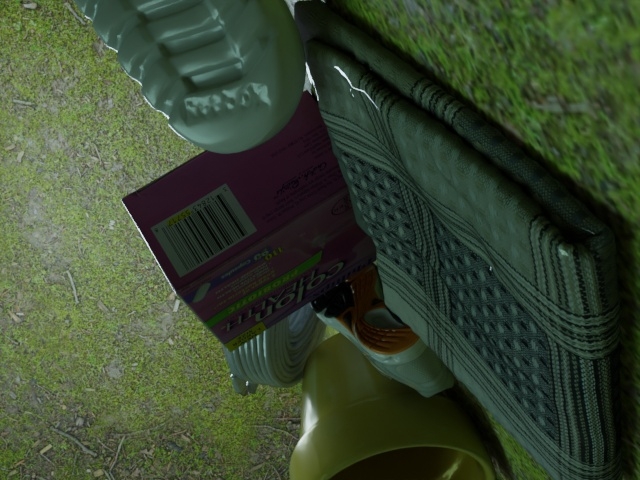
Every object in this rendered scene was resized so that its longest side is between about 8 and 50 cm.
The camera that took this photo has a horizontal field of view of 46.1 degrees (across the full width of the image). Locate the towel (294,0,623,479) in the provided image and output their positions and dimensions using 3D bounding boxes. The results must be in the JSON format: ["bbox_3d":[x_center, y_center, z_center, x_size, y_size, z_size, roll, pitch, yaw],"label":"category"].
[{"bbox_3d":[0.089,0.014,0.546,0.324,0.056,0.312,52,171,43],"label":"towel"}]

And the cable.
[{"bbox_3d":[-0.054,0.082,1.073,0.089,0.257,0.257,13,148,19],"label":"cable"}]

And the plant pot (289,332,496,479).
[{"bbox_3d":[0.074,0.256,1.009,0.239,0.254,0.254,-108,-7,-52],"label":"plant pot"}]

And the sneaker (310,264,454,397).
[{"bbox_3d":[0.074,0.116,0.936,0.121,0.099,0.262,56,175,-24],"label":"sneaker"}]

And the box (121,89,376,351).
[{"bbox_3d":[-0.061,-0.007,0.815,0.117,0.214,0.243,55,172,20],"label":"box"}]

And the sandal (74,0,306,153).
[{"bbox_3d":[-0.134,-0.255,0.565,0.102,0.169,0.416,-23,-92,-62],"label":"sandal"}]
